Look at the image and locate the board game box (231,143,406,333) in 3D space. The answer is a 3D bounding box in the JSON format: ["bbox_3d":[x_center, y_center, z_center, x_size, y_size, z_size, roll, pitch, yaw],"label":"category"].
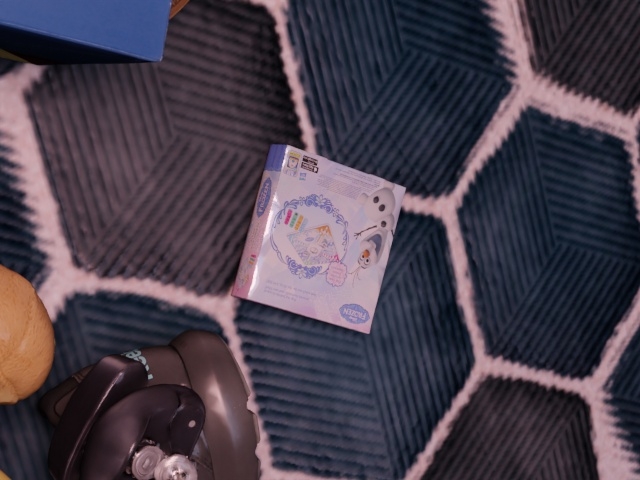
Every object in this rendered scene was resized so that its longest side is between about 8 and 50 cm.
[{"bbox_3d":[0.000,0.000,0.972,0.090,0.020,0.090,18,83,-35],"label":"board game box"}]

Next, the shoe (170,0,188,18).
[{"bbox_3d":[-0.076,-0.217,0.884,0.076,0.058,0.219,20,86,-55],"label":"shoe"}]

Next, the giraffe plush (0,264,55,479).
[{"bbox_3d":[-0.184,0.075,0.770,0.181,0.210,0.170,74,35,-49],"label":"giraffe plush"}]

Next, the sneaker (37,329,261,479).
[{"bbox_3d":[-0.080,0.184,0.900,0.106,0.101,0.267,-12,95,-20],"label":"sneaker"}]

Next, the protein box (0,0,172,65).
[{"bbox_3d":[-0.170,-0.197,0.763,0.200,0.136,0.201,10,88,-35],"label":"protein box"}]

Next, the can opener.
[{"bbox_3d":[-0.109,0.150,0.822,0.059,0.073,0.186,21,89,-33],"label":"can opener"}]
